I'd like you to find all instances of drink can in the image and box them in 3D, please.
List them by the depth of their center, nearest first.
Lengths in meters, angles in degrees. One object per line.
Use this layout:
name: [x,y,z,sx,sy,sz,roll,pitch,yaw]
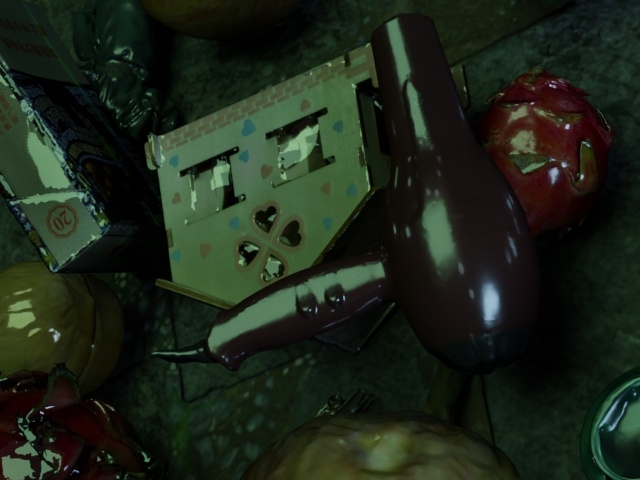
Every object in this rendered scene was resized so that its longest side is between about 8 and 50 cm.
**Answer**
drink can: [0.280,0.176,1.338,0.118,0.205,0.118,-17,56,27]

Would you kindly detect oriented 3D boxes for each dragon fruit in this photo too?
dragon fruit: [0.195,-0.067,1.595,0.133,0.136,0.166,14,85,44]
dragon fruit: [-0.253,0.240,1.698,0.293,0.233,0.234,4,68,48]

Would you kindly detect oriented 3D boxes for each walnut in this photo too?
walnut: [-0.295,0.102,1.851,0.197,0.165,0.165,-29,49,41]

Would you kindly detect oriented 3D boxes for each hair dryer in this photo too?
hair dryer: [0.000,0.000,1.542,0.340,0.123,0.313,-21,75,8]

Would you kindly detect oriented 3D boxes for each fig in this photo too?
fig: [0.084,0.223,1.488,0.286,0.286,0.369,-10,29,33]

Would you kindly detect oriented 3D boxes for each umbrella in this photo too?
umbrella: [-0.217,-0.249,2.040,0.143,0.094,0.349,-6,66,14]

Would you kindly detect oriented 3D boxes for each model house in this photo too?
model house: [-0.001,-0.020,1.710,0.326,0.169,0.244,-21,61,28]

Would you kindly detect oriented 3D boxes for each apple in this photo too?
apple: [-0.105,-0.318,1.916,0.188,0.211,0.211,-15,56,46]

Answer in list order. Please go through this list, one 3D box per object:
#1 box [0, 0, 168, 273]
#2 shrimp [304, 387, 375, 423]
box: [-0.282,-0.112,1.856,0.084,0.198,0.310,-37,79,14]
shrimp: [-0.006,0.212,1.651,0.099,0.041,0.180,31,86,43]
